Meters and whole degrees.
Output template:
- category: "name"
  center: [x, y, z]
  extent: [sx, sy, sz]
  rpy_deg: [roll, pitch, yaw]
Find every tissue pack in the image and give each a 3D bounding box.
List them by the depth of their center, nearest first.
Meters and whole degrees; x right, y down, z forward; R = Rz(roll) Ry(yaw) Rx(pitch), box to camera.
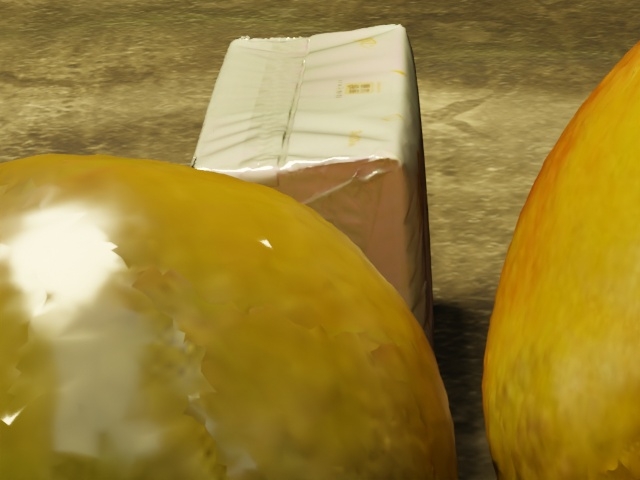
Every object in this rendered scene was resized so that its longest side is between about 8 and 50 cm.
- category: "tissue pack"
  center: [0.000, 0.000, 0.959]
  extent: [0.124, 0.185, 0.225]
  rpy_deg: [-4, 24, 5]

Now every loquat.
- category: "loquat"
  center: [-0.079, 0.099, 0.677]
  extent: [0.276, 0.276, 0.284]
  rpy_deg: [-4, 28, -2]

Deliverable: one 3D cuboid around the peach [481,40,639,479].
- category: "peach"
  center: [0.228, 0.046, 0.629]
  extent: [0.290, 0.373, 0.372]
  rpy_deg: [11, 18, -27]
